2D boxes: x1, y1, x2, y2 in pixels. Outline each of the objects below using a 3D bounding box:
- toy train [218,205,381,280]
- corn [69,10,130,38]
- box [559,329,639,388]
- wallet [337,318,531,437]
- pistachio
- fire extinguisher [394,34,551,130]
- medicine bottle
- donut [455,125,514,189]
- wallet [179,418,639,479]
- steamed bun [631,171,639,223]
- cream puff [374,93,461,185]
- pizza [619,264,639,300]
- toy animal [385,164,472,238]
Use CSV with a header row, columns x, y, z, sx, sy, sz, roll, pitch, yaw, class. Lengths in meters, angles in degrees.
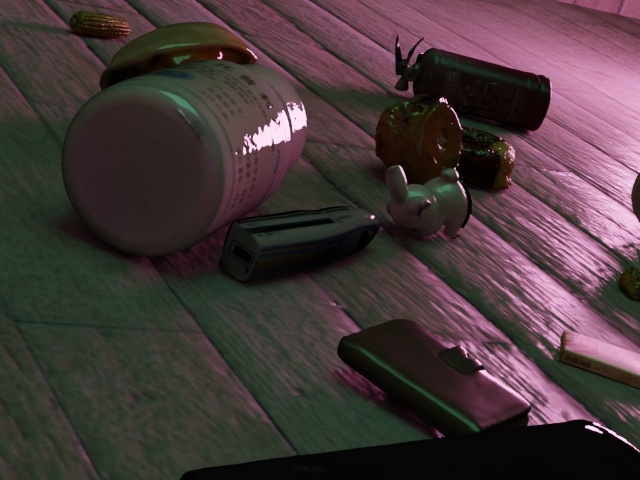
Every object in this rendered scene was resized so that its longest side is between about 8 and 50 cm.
x,y,z,sx,sy,sz,roll,pitch,yaw,class
0.000,0.000,1.420,0.048,0.055,0.252,29,23,32,toy train
-0.325,-0.318,2.063,0.092,0.037,0.037,6,21,-39,corn
0.285,0.119,1.394,0.093,0.015,0.058,20,21,4,box
0.098,0.121,1.191,0.153,0.038,0.118,33,26,30,wallet
-0.163,-0.182,1.665,0.157,0.157,0.229,29,27,32,pistachio
0.238,-0.260,2.283,0.269,0.104,0.105,14,19,-11,fire extinguisher
-0.122,-0.094,1.403,0.170,0.170,0.293,22,18,13,medicine bottle
0.202,-0.118,1.928,0.140,0.059,0.140,14,22,-6,donut
0.120,0.205,0.935,0.406,0.062,0.228,-1,26,-42,wallet
0.510,-0.036,1.891,0.183,0.106,0.183,18,15,-5,steamed bun
0.123,-0.132,1.812,0.104,0.119,0.133,5,-5,42,cream puff
0.395,0.053,1.660,0.078,0.025,0.083,16,18,2,pizza
0.120,-0.039,1.614,0.124,0.085,0.071,-12,51,-45,toy animal
